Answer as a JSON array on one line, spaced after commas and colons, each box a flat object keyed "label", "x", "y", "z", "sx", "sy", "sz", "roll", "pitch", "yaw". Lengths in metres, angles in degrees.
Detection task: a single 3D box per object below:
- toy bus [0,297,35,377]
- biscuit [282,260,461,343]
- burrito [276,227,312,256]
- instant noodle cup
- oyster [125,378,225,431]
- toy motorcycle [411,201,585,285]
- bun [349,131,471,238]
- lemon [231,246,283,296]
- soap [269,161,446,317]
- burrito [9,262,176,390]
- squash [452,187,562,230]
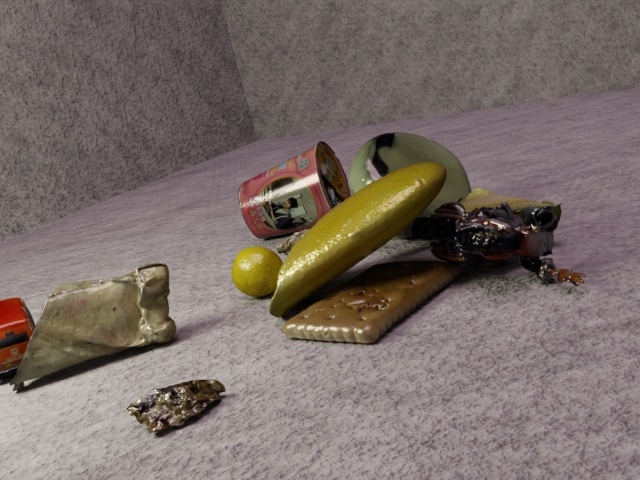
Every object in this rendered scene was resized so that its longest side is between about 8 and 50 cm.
[{"label": "toy bus", "x": -0.652, "y": 0.197, "z": 1.853, "sx": 0.121, "sy": 0.120, "sz": 0.265, "roll": -18, "pitch": 15, "yaw": -18}, {"label": "biscuit", "x": 0.098, "y": 0.105, "z": 1.625, "sx": 0.217, "sy": 0.044, "sz": 0.324, "roll": 0, "pitch": 20, "yaw": 41}, {"label": "burrito", "x": -0.001, "y": -0.002, "z": 2.120, "sx": 0.229, "sy": 0.063, "sz": 0.058, "roll": -15, "pitch": -28, "yaw": -33}, {"label": "instant noodle cup", "x": -0.071, "y": -0.116, "z": 2.323, "sx": 0.255, "sy": 0.244, "sz": 0.244, "roll": -17, "pitch": 13, "yaw": 19}, {"label": "oyster", "x": -0.219, "y": 0.248, "z": 1.374, "sx": 0.148, "sy": 0.051, "sz": 0.103, "roll": -12, "pitch": 17, "yaw": -38}, {"label": "toy motorcycle", "x": 0.336, "y": -0.002, "z": 1.593, "sx": 0.207, "sy": 0.134, "sz": 0.401, "roll": -1, "pitch": 6, "yaw": -22}, {"label": "bun", "x": 0.195, "y": -0.103, "z": 2.022, "sx": 0.293, "sy": 0.293, "sz": 0.187, "roll": -26, "pitch": -26, "yaw": -38}, {"label": "lemon", "x": -0.135, "y": 0.066, "z": 1.870, "sx": 0.133, "sy": 0.109, "sz": 0.109, "roll": 4, "pitch": 22, "yaw": 32}, {"label": "soap", "x": 0.065, "y": -0.022, "z": 1.735, "sx": 0.427, "sy": 0.115, "sz": 0.306, "roll": -36, "pitch": 1, "yaw": 8}, {"label": "burrito", "x": -0.450, "y": 0.157, "z": 1.722, "sx": 0.347, "sy": 0.175, "sz": 0.107, "roll": -18, "pitch": -15, "yaw": -9}, {"label": "squash", "x": 0.403, "y": -0.053, "z": 1.814, "sx": 0.252, "sy": 0.093, "sz": 0.169, "roll": -7, "pitch": 22, "yaw": 34}]
